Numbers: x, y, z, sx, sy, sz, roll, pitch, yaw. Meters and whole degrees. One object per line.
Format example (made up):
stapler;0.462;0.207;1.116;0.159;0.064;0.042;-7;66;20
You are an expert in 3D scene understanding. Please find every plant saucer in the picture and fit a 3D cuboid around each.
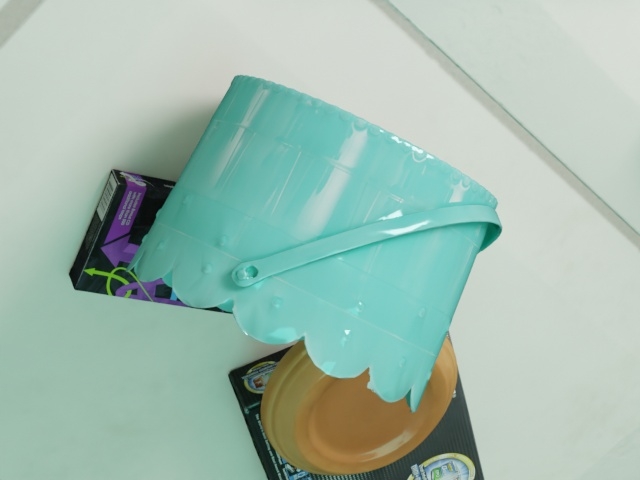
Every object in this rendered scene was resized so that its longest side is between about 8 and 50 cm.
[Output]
plant saucer;0.042;0.153;1.422;0.199;0.037;0.200;-11;127;-16

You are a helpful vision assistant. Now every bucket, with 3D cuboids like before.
bucket;0.000;0.000;1.200;0.281;0.281;0.183;27;88;-36

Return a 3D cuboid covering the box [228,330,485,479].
box;0.045;0.201;1.521;0.216;0.060;0.270;-22;130;-7

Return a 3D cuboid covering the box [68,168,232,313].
box;-0.127;0.004;1.320;0.162;0.029;0.116;9;120;-30
